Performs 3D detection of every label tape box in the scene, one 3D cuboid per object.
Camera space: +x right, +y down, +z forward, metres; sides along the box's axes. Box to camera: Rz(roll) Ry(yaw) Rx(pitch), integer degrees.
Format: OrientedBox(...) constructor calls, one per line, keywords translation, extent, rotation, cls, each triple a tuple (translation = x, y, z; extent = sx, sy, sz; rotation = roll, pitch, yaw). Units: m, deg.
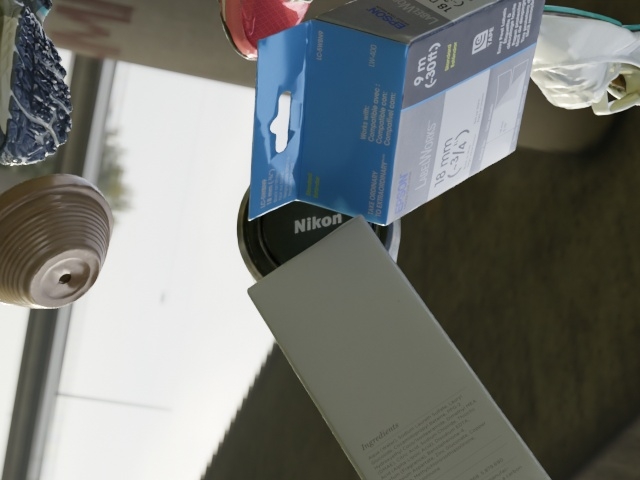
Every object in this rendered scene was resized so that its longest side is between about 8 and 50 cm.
OrientedBox(translation=(0.085, -0.149, 1.509), extent=(0.106, 0.334, 0.240), rotation=(37, -40, 32), cls="label tape box")

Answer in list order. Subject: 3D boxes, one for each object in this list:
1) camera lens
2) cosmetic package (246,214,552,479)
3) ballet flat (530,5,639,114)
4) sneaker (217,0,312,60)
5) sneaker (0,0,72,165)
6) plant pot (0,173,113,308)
OrientedBox(translation=(0.000, 0.000, 1.962), extent=(0.274, 0.219, 0.219), rotation=(81, 16, -80), cls="camera lens")
OrientedBox(translation=(0.098, 0.187, 1.435), extent=(0.385, 0.156, 0.217), rotation=(57, -1, 31), cls="cosmetic package")
OrientedBox(translation=(0.363, -0.233, 1.868), extent=(0.139, 0.400, 0.139), rotation=(3, -86, 37), cls="ballet flat")
OrientedBox(translation=(-0.007, -0.321, 1.465), extent=(0.136, 0.116, 0.313), rotation=(43, -66, 42), cls="sneaker")
OrientedBox(translation=(-0.304, -0.168, 1.271), extent=(0.110, 0.122, 0.283), rotation=(61, 12, -52), cls="sneaker")
OrientedBox(translation=(-0.408, 0.025, 2.122), extent=(0.109, 0.237, 0.237), rotation=(50, -46, 35), cls="plant pot")
